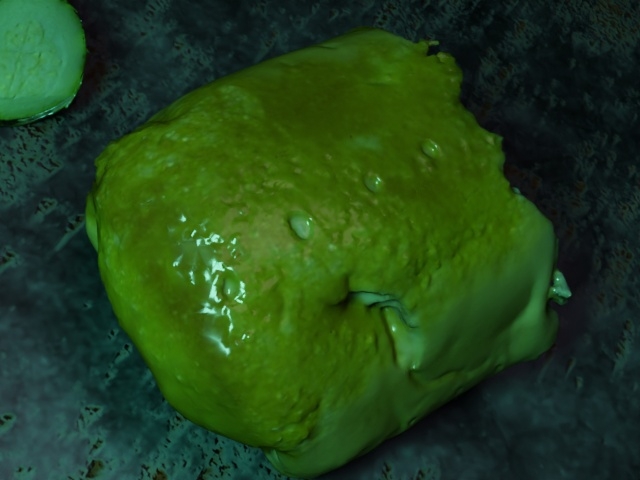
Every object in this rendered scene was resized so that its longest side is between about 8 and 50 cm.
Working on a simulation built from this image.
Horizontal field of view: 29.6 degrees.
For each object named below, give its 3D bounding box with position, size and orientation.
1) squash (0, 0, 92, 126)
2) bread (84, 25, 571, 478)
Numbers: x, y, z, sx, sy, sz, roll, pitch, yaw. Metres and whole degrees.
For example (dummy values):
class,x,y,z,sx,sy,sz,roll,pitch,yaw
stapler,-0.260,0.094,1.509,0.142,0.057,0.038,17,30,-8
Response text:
class,x,y,z,sx,sy,sz,roll,pitch,yaw
squash,-0.311,-0.260,1.153,0.137,0.137,0.287,-4,59,-29
bread,0.000,0.000,1.050,0.394,0.250,0.361,-25,71,-36
